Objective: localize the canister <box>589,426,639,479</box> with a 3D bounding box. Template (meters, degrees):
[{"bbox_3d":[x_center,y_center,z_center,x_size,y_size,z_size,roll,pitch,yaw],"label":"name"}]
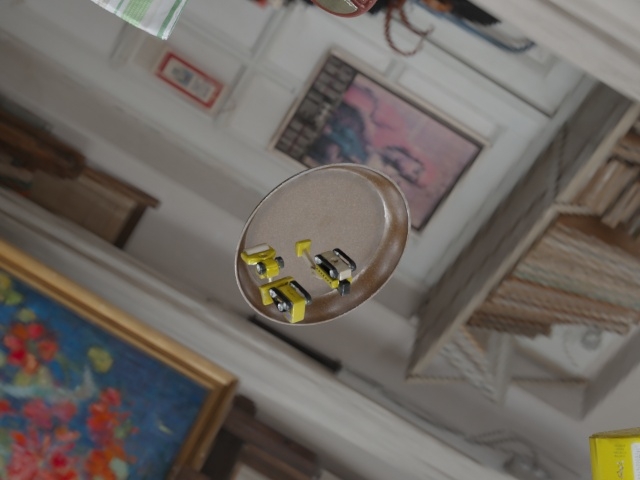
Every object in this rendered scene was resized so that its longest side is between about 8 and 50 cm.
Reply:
[{"bbox_3d":[0.280,0.241,0.924,0.073,0.126,0.170,-11,-101,50],"label":"canister"}]

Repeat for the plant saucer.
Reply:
[{"bbox_3d":[0.000,0.000,1.835,0.311,0.310,0.050,-57,-143,18],"label":"plant saucer"}]

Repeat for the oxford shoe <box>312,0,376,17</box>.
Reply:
[{"bbox_3d":[0.083,-0.377,1.134,0.348,0.123,0.130,-42,-165,55],"label":"oxford shoe"}]

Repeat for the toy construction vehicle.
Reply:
[{"bbox_3d":[-0.019,0.034,0.972,0.085,0.098,0.035,-19,127,-28],"label":"toy construction vehicle"}]

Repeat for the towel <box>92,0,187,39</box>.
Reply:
[{"bbox_3d":[-0.261,-0.365,1.586,0.113,0.152,0.023,-65,-169,-18],"label":"towel"}]
